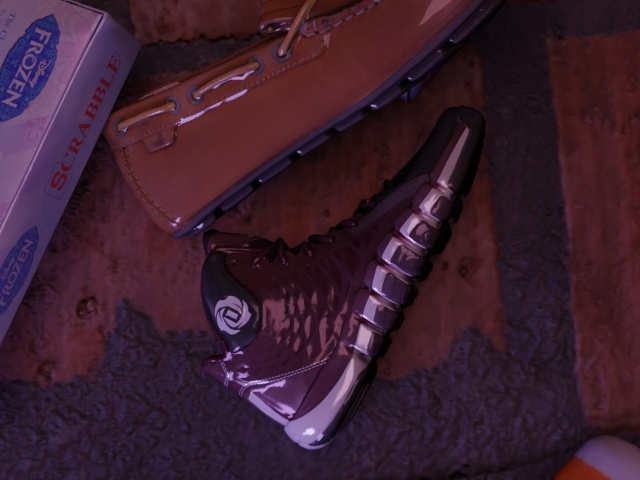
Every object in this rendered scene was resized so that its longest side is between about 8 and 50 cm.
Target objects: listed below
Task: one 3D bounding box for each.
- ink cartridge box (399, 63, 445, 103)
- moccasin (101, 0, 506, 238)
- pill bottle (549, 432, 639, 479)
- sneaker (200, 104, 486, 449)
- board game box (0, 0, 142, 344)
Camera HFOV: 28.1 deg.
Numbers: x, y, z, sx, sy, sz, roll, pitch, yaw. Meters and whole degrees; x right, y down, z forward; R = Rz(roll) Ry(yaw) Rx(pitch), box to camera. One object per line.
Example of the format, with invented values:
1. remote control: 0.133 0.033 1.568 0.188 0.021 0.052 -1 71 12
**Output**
1. ink cartridge box: 0.102 -0.285 1.003 0.186 0.065 0.311 41 85 8
2. moccasin: 0.000 -0.154 0.910 0.380 0.139 0.147 -32 96 27
3. pill bottle: 0.136 0.339 0.833 0.224 0.224 0.392 42 87 8
4. sneaker: 0.000 0.000 0.951 0.162 0.106 0.281 28 86 10
5. board game box: -0.338 -0.065 0.962 0.318 0.066 0.318 23 85 22
